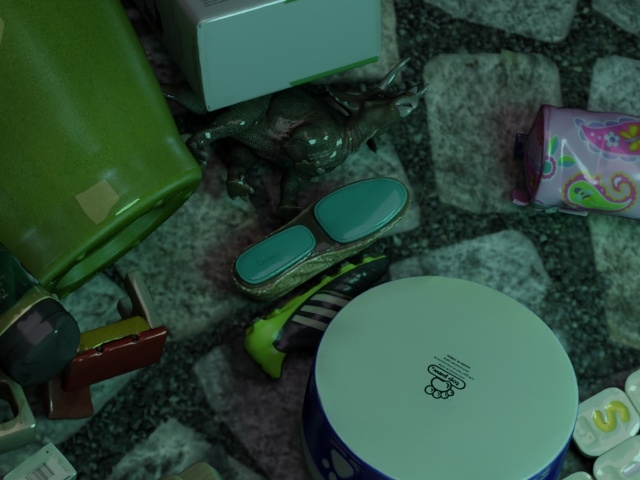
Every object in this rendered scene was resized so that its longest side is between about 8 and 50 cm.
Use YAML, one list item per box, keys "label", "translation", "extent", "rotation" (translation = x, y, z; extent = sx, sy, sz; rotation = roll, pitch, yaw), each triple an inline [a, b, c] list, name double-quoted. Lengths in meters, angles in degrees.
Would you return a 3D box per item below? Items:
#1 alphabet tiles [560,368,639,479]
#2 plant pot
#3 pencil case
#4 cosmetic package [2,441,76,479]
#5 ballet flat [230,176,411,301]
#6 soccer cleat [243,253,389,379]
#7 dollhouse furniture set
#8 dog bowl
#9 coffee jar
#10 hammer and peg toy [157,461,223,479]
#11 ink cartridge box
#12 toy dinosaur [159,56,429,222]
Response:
- label: "alphabet tiles"
  translation: [0.367, 0.260, 1.892]
  extent: [0.278, 0.021, 0.284]
  rotation: [-29, 70, -1]
- label: "plant pot"
  translation: [-0.308, -0.129, 1.871]
  extent: [0.366, 0.366, 0.353]
  rotation: [-36, 85, -22]
- label: "pencil case"
  translation: [0.353, -0.070, 2.044]
  extent: [0.284, 0.124, 0.124]
  rotation: [9, 64, -3]
- label: "cosmetic package"
  translation: [-0.266, 0.239, 1.805]
  extent: [0.060, 0.115, 0.041]
  rotation: [-38, 76, -20]
- label: "ballet flat"
  translation: [0.000, 0.000, 1.979]
  extent: [0.206, 0.067, 0.073]
  rotation: [-26, 66, -9]
- label: "soccer cleat"
  translation: [0.004, 0.077, 1.959]
  extent: [0.179, 0.060, 0.072]
  rotation: [-32, 88, -18]
- label: "dollhouse furniture set"
  translation: [-0.324, 0.184, 1.785]
  extent: [0.374, 0.201, 0.152]
  rotation: [-17, 67, -22]
- label: "dog bowl"
  translation: [0.115, 0.166, 1.868]
  extent: [0.265, 0.104, 0.265]
  rotation: [4, 50, -5]
- label: "coffee jar"
  translation: [-0.295, 0.045, 1.693]
  extent: [0.079, 0.096, 0.184]
  rotation: [-44, 73, -9]
- label: "hammer and peg toy"
  translation: [-0.186, 0.400, 1.701]
  extent: [0.361, 0.127, 0.266]
  rotation: [-36, 61, 4]
- label: "ink cartridge box"
  translation: [-0.083, -0.280, 2.025]
  extent: [0.201, 0.117, 0.278]
  rotation: [-18, 43, -16]
- label: "toy dinosaur"
  translation: [-0.054, -0.120, 2.026]
  extent: [0.313, 0.121, 0.160]
  rotation: [10, 47, 8]
